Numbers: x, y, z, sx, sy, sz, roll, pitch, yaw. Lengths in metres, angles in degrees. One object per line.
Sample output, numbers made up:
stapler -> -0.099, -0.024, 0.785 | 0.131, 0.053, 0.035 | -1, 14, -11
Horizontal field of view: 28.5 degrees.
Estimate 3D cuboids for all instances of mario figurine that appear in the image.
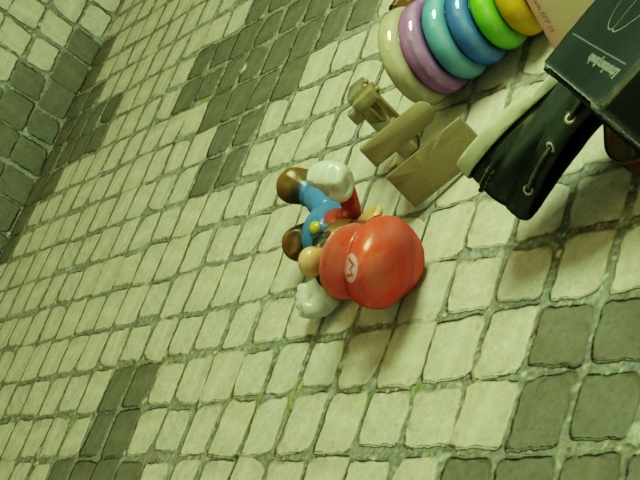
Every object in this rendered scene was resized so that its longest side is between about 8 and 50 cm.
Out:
mario figurine -> 0.000, 0.000, 1.588 | 0.170, 0.198, 0.320 | -45, 23, -3

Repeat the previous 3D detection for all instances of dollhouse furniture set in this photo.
dollhouse furniture set -> 0.123, -0.160, 1.628 | 0.123, 0.144, 0.151 | -39, 18, 23

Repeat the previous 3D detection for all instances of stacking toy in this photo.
stacking toy -> 0.236, -0.291, 1.595 | 0.330, 0.141, 0.141 | -22, 42, 38

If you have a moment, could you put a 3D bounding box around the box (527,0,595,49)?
box -> 0.342, -0.311, 1.355 | 0.232, 0.149, 0.127 | -24, 9, 48

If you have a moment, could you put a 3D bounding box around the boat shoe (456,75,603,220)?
boat shoe -> 0.290, -0.145, 1.279 | 0.340, 0.113, 0.127 | -43, -13, 25

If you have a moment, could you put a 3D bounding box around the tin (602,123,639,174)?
tin -> 0.349, -0.150, 1.335 | 0.106, 0.040, 0.190 | -28, 39, 37

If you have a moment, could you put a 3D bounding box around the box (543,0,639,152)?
box -> 0.405, -0.215, 1.035 | 0.395, 0.212, 0.293 | -50, 9, 13

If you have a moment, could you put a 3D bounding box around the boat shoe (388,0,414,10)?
boat shoe -> 0.186, -0.467, 1.818 | 0.324, 0.120, 0.122 | -57, 3, -7
